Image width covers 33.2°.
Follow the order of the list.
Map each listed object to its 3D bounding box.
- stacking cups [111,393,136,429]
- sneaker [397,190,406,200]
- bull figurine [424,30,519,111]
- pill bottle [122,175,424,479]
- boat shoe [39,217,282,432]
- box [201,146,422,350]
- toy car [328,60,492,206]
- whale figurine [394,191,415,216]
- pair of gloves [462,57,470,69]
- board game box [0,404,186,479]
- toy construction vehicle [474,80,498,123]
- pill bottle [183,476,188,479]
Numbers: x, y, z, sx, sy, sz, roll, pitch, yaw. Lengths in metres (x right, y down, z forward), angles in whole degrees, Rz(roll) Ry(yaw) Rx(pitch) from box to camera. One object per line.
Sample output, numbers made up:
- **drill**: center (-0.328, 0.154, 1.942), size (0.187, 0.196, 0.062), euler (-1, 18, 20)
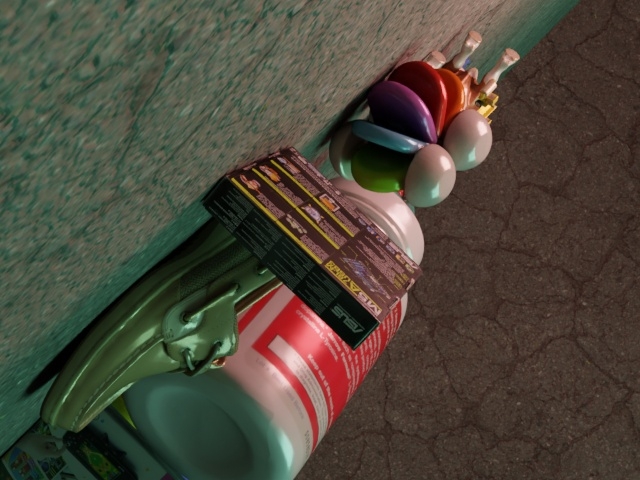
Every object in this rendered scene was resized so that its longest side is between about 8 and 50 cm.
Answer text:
- **stacking cups**: center (-0.327, 0.288, 1.508), size (0.316, 0.096, 0.096), euler (-43, 179, 33)
- **sneaker**: center (0.064, -0.061, 2.117), size (0.125, 0.104, 0.262), euler (-25, -172, 46)
- **bull figurine**: center (0.172, -0.198, 1.523), size (0.310, 0.101, 0.188), euler (-45, 174, -47)
- **pill bottle**: center (-0.036, 0.098, 1.310), size (0.407, 0.229, 0.229), euler (-49, 180, -42)
- **boat shoe**: center (-0.127, 0.076, 1.066), size (0.341, 0.110, 0.121), euler (-44, 177, -21)
- **box**: center (0.000, 0.000, 1.016), size (0.045, 0.191, 0.184), euler (-48, 177, 24)
- **toy car**: center (0.103, -0.136, 1.257), size (0.182, 0.159, 0.136), euler (-43, 141, -30)
- **whale figurine**: center (0.114, -0.021, 1.944), size (0.272, 0.141, 0.216), euler (5, 104, -60)
- **pair of gloves**: center (0.173, -0.232, 1.779), size (0.198, 0.023, 0.159), euler (-47, 178, 43)
- **board game box**: center (-0.306, 0.351, 1.240), size (0.303, 0.224, 0.097), euler (-45, 178, -7)
- **toy construction vehicle**: center (0.213, -0.163, 1.443), size (0.086, 0.035, 0.098), euler (-45, 167, -25)
- **pill bottle**: center (-0.275, 0.352, 1.639), size (0.152, 0.152, 0.272), euler (128, -20, -63)
